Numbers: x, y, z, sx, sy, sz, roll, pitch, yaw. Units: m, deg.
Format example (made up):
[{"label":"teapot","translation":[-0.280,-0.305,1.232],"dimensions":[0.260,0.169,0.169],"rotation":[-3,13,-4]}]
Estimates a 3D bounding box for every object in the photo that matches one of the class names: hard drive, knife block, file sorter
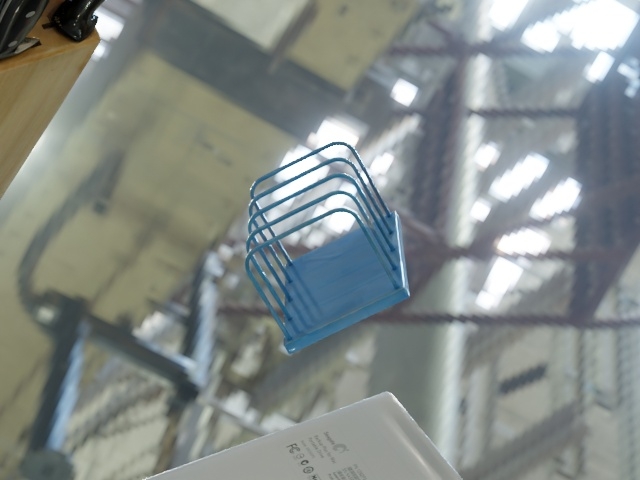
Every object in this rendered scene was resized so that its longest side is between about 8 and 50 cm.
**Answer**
[{"label":"hard drive","translation":[-0.050,0.219,1.382],"dimensions":[0.203,0.307,0.040],"rotation":[-132,-154,-59]},{"label":"knife block","translation":[-0.186,-0.108,1.068],"dimensions":[0.242,0.088,0.276],"rotation":[26,-52,46]},{"label":"file sorter","translation":[0.000,0.000,1.670],"dimensions":[0.118,0.104,0.170],"rotation":[-27,-158,11]}]
